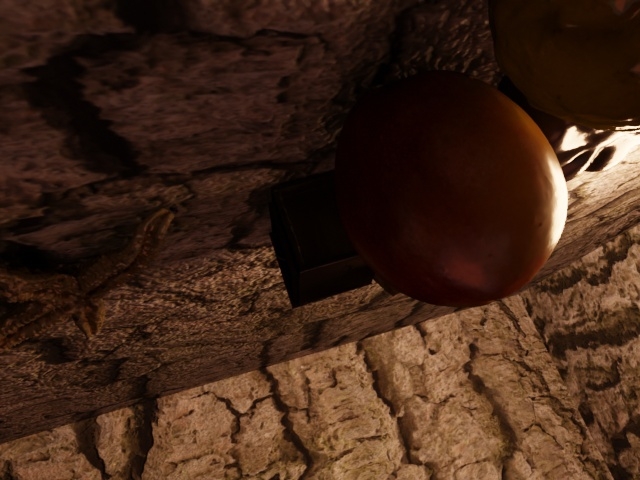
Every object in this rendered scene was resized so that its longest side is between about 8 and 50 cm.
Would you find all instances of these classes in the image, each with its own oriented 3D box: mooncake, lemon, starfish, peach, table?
[{"bbox_3d":[0.425,-0.215,0.769,0.306,0.154,0.306,-15,157,-6],"label":"mooncake"},{"bbox_3d":[0.304,-0.238,0.452,0.285,0.285,0.316,-42,-168,44],"label":"lemon"},{"bbox_3d":[-0.452,0.079,0.785,0.324,0.082,0.432,-2,152,-41],"label":"starfish"},{"bbox_3d":[0.167,-0.074,0.668,0.308,0.332,0.308,-39,-170,9],"label":"peach"},{"bbox_3d":[0.000,0.000,0.879,0.173,0.169,0.193,-16,159,-11],"label":"table"}]

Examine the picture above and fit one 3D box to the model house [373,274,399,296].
[{"bbox_3d":[0.162,-0.007,0.951,0.136,0.219,0.207,-21,160,-14],"label":"model house"}]
